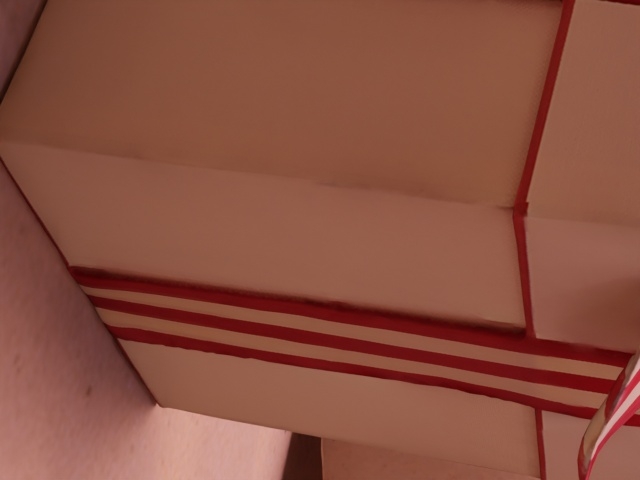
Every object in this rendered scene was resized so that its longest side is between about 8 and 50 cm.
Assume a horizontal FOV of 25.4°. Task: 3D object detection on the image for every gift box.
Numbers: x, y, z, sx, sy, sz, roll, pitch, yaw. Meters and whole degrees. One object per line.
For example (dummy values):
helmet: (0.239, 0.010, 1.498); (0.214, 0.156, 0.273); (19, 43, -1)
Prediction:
gift box: (0.055, -0.029, 0.558); (0.255, 0.258, 0.276); (65, 35, -61)

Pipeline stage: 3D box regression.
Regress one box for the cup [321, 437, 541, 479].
cup: (0.178, 0.158, 0.926); (0.331, 0.237, 0.331); (44, 39, -52)
